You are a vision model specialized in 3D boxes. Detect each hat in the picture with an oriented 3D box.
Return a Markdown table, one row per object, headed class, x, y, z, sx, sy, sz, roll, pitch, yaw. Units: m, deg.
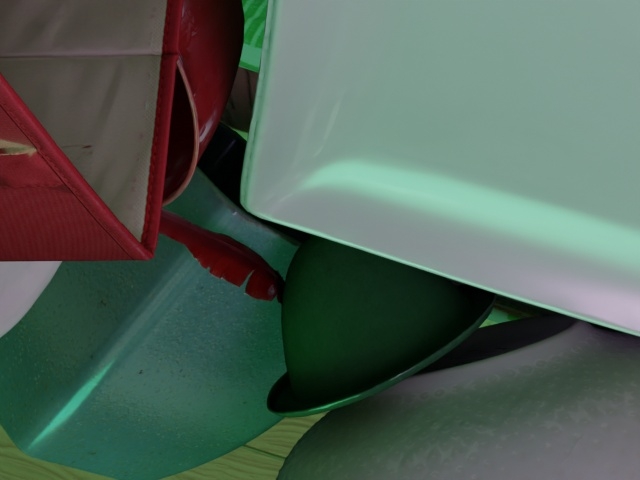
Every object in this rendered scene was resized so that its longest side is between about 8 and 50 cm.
| class | x | y | z | sx | sy | sz | roll | pitch | yaw |
| --- | --- | --- | --- | --- | --- | --- | --- | --- | --- |
| hat | 0.000 | 0.000 | 1.045 | 0.173 | 0.183 | 0.208 | -26 | -172 | 11 |

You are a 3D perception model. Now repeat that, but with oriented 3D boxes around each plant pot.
| class | x | y | z | sx | sy | sz | roll | pitch | yaw |
| --- | --- | --- | --- | --- | --- | --- | --- | --- | --- |
| plant pot | -0.140 | 0.038 | 1.200 | 0.247 | 0.252 | 0.248 | 46 | -170 | 35 |

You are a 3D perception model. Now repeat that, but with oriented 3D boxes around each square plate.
| class | x | y | z | sx | sy | sz | roll | pitch | yaw |
| --- | --- | --- | --- | --- | --- | --- | --- | --- | --- |
| square plate | 0.143 | -0.053 | 0.697 | 0.347 | 0.049 | 0.344 | 16 | 154 | 1 |

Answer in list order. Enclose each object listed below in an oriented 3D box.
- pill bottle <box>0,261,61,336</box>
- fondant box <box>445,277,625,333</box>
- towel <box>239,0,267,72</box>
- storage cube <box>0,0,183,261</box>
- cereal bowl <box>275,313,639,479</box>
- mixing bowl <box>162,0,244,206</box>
| class | x | y | z | sx | sy | sz | roll | pitch | yaw |
| --- | --- | --- | --- | --- | --- | --- | --- | --- | --- |
| pill bottle | -0.258 | -0.065 | 0.758 | 0.278 | 0.162 | 0.162 | 22 | 173 | 14 |
| fondant box | 0.171 | 0.007 | 1.162 | 0.238 | 0.096 | 0.330 | 17 | 171 | 7 |
| towel | 0.067 | -0.106 | 0.828 | 0.248 | 0.038 | 0.325 | 19 | 172 | -6 |
| storage cube | -0.167 | -0.105 | 0.567 | 0.193 | 0.184 | 0.215 | -1 | 158 | 11 |
| cereal bowl | 0.120 | 0.137 | 1.072 | 0.339 | 0.141 | 0.339 | -14 | -177 | 1 |
| mixing bowl | -0.106 | -0.115 | 0.807 | 0.181 | 0.098 | 0.181 | 26 | 141 | 23 |
